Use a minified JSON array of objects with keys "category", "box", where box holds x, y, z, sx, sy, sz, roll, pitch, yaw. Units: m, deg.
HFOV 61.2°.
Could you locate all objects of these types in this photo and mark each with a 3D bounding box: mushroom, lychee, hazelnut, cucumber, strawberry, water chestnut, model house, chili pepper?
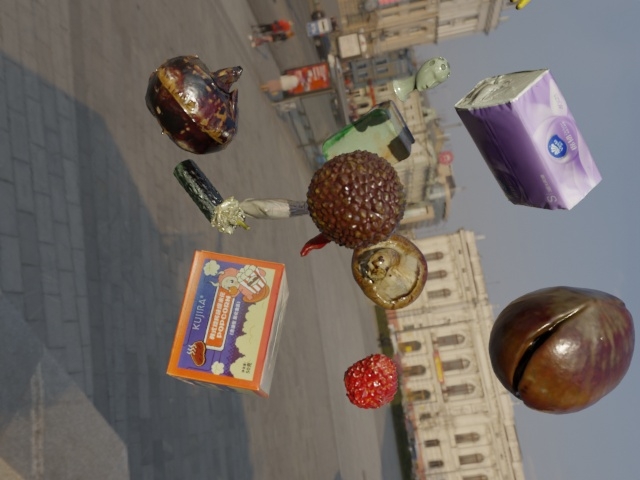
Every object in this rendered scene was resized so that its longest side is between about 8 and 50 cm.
[{"category":"mushroom","box":[0.243,0.097,1.818,0.254,0.268,0.267,-169,-113,-70]},{"category":"lychee","box":[0.089,-0.092,1.271,0.271,0.236,0.235,48,-22,52]},{"category":"hazelnut","box":[0.720,0.311,1.653,0.402,0.430,0.401,168,-90,-74]},{"category":"cucumber","box":[-0.348,-0.144,1.602,0.211,0.078,0.062,50,-16,14]},{"category":"strawberry","box":[0.169,0.488,1.814,0.111,0.190,0.236,-64,175,-51]},{"category":"water chestnut","box":[-0.334,-0.398,1.515,0.300,0.300,0.299,-10,90,-84]},{"category":"model house","box":[0.192,-0.382,2.110,0.245,0.312,0.280,53,27,-17]},{"category":"chili pepper","box":[0.000,0.000,1.821,0.050,0.268,0.059,40,50,-18]}]

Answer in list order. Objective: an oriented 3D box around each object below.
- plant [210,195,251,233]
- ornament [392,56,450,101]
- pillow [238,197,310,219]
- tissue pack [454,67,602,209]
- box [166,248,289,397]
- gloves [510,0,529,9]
[{"category":"plant","box":[-0.232,-0.060,1.479,0.104,0.122,0.116,-62,167,6]},{"category":"ornament","box":[0.279,-0.438,1.471,0.075,0.156,0.081,35,48,-39]},{"category":"pillow","box":[-0.145,-0.098,1.670,0.270,0.173,0.067,-5,97,-55]},{"category":"tissue pack","box":[0.521,-0.255,1.383,0.338,0.160,0.242,52,-12,-20]},{"category":"box","box":[-0.249,0.250,1.554,0.318,0.257,0.348,87,12,-71]},{"category":"gloves","box":[0.588,-0.695,1.378,0.116,0.294,0.133,42,-18,46]}]
